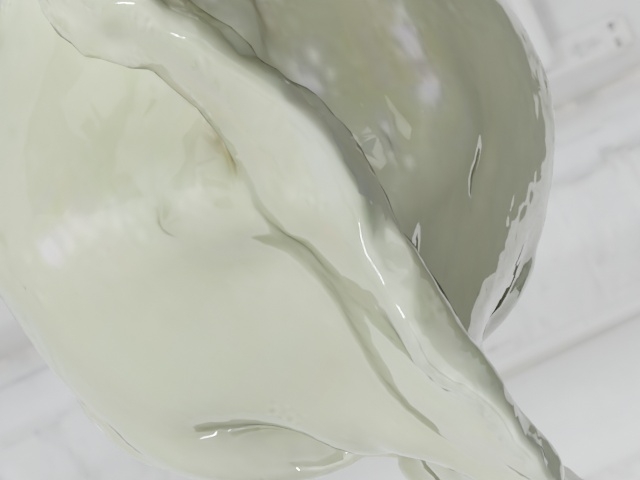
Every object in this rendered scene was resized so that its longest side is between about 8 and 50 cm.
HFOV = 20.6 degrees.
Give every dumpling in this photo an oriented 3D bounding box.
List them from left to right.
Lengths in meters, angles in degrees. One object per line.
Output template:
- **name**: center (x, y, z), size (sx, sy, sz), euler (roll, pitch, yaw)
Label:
- **dumpling**: center (0.000, 0.000, 0.437), size (0.193, 0.147, 0.258), euler (55, 180, 20)
